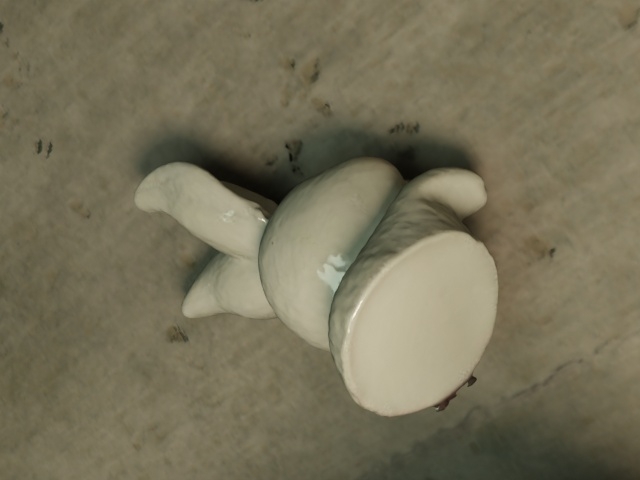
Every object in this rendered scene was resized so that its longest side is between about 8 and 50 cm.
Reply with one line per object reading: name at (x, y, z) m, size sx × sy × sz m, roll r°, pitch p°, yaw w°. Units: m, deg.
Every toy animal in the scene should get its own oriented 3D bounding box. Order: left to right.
toy animal at (0.002, 0.002, 0.865) m, size 0.220 × 0.131 × 0.104 m, roll 29°, pitch 157°, yaw 50°
